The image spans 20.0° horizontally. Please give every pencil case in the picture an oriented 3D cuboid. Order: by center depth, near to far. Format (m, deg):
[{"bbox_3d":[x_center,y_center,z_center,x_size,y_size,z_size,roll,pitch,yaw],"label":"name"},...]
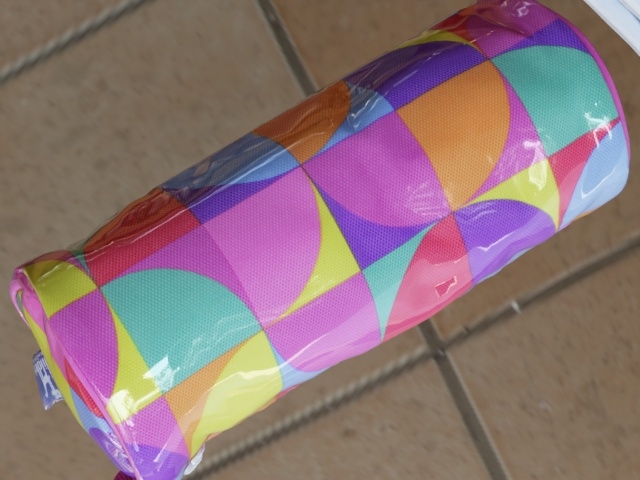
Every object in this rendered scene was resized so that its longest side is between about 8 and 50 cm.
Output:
[{"bbox_3d":[0.000,0.000,0.666,0.236,0.104,0.104,-32,67,-14],"label":"pencil case"}]

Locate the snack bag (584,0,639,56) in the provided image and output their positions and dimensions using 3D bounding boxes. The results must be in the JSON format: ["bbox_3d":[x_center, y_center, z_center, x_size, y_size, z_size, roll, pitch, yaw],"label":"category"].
[{"bbox_3d":[0.196,-0.270,0.870,0.342,0.037,0.323,43,90,-4],"label":"snack bag"}]
